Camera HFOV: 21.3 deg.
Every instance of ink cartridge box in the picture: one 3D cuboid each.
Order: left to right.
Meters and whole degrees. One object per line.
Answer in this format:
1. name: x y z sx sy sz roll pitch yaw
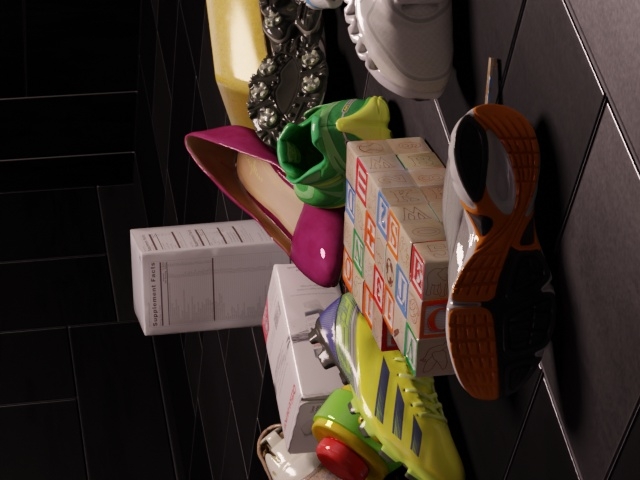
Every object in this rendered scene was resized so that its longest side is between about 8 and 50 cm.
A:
1. ink cartridge box: -0.013 0.161 2.328 0.158 0.092 0.218 103 160 -55

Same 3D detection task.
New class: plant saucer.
1. plant saucer: -0.113 -0.305 2.465 0.333 0.081 0.333 79 -177 -74

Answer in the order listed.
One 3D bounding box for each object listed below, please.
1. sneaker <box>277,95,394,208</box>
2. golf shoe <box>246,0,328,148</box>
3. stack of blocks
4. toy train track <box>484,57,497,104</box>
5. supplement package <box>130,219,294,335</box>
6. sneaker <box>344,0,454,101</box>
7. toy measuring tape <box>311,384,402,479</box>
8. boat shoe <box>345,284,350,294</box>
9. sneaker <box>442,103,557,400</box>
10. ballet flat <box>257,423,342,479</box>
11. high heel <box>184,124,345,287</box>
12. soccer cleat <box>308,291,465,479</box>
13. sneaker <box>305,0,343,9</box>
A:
1. sneaker: 0.002 -0.114 2.077 0.295 0.123 0.109 132 137 -71
2. golf shoe: -0.027 -0.214 2.231 0.120 0.105 0.273 66 -157 -49
3. stack of blocks: 0.102 0.029 1.766 0.297 0.087 0.171 -118 26 -61
4. toy train track: 0.163 -0.131 1.610 0.048 0.014 0.083 -121 34 -78
5. supplement package: -0.162 0.053 2.606 0.134 0.244 0.139 -129 37 -69
6. sneaker: 0.086 -0.286 1.715 0.118 0.110 0.292 143 122 -65
7. toy measuring tape: 0.036 0.244 2.062 0.330 0.121 0.121 124 140 -70
8. boat shoe: 0.050 0.049 2.097 0.042 0.049 0.133 -166 68 -69
9. sneaker: 0.155 0.014 1.545 0.121 0.099 0.262 138 135 -84
10. ballet flat: -0.039 0.325 2.424 0.106 0.107 0.316 56 170 -10
11. high heel: -0.076 -0.045 2.295 0.377 0.181 0.127 -121 43 -64
12. soccer cleat: 0.089 0.156 1.866 0.093 0.121 0.289 41 -169 -48
13. sneaker: 0.006 -0.381 2.135 0.083 0.071 0.191 -143 41 -65
